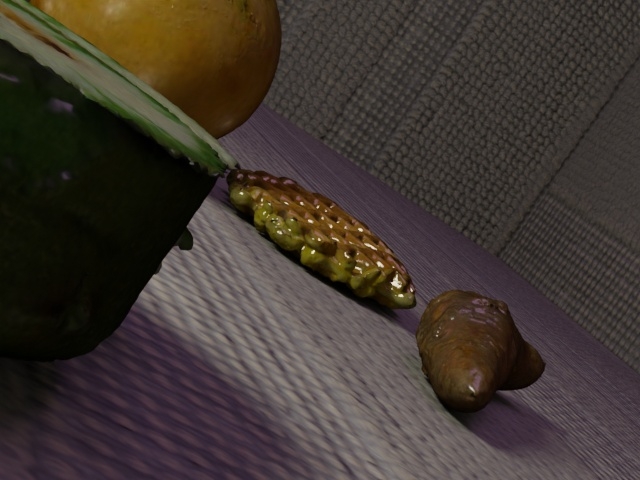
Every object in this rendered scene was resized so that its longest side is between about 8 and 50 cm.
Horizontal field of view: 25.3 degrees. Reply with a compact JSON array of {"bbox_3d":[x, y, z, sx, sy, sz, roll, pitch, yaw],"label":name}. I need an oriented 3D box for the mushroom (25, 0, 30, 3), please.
[{"bbox_3d":[-0.388,-0.409,1.702,0.315,0.315,0.356,33,-28,-13],"label":"mushroom"}]

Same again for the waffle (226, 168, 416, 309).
[{"bbox_3d":[0.000,0.000,1.529,0.243,0.059,0.238,30,11,-21],"label":"waffle"}]

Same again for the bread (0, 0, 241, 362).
[{"bbox_3d":[-0.193,-0.065,0.647,0.382,0.129,0.366,29,6,-46],"label":"bread"}]

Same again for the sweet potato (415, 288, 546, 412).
[{"bbox_3d":[0.145,0.097,1.331,0.114,0.092,0.341,53,11,11],"label":"sweet potato"}]

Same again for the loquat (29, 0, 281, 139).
[{"bbox_3d":[-0.168,-0.216,1.469,0.263,0.263,0.263,34,6,-4],"label":"loquat"}]
